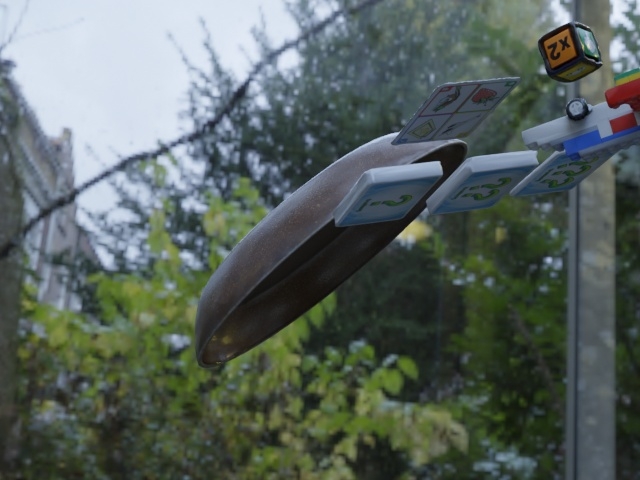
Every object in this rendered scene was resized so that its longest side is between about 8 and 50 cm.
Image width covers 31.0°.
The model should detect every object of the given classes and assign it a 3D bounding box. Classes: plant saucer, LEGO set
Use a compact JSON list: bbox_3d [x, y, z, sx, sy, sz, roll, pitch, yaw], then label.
[{"bbox_3d":[0.000,0.000,1.044,0.310,0.050,0.310,-39,-10,-8],"label":"plant saucer"},{"bbox_3d":[0.129,-0.049,0.656,0.182,0.060,0.244,-7,-17,-20],"label":"LEGO set"}]
